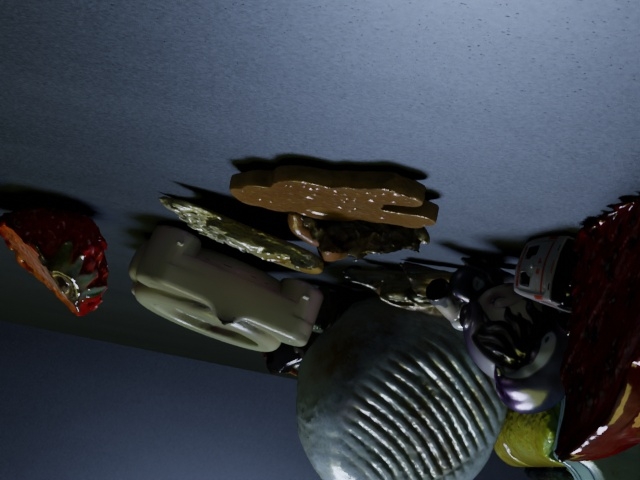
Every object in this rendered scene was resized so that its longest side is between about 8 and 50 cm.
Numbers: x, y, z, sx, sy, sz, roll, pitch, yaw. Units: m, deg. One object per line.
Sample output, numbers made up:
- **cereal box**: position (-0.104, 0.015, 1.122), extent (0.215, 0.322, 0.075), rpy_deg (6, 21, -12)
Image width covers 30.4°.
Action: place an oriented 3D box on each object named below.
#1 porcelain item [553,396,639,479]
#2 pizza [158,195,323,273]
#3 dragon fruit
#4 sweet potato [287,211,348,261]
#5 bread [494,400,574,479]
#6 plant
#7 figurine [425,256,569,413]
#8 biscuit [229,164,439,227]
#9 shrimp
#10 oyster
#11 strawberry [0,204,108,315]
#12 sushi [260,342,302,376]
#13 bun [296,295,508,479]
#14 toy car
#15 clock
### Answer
- **porcelain item**: position (0.484, 0.244, 1.657), extent (0.282, 0.285, 0.157), rpy_deg (10, 170, -2)
- **pizza**: position (-0.101, -0.002, 1.561), extent (0.262, 0.034, 0.181), rpy_deg (25, 176, -39)
- **dragon fruit**: position (0.386, 0.087, 1.144), extent (0.228, 0.286, 0.329), rpy_deg (16, 159, -5)
- **sweet potato**: position (0.004, -0.001, 1.551), extent (0.044, 0.044, 0.179), rpy_deg (5, 168, 25)
- **bread**: position (0.398, 0.269, 1.918), extent (0.208, 0.251, 0.376), rpy_deg (14, 168, -3)
- **plant**: position (0.031, 0.153, 1.985), extent (0.142, 0.131, 0.203), rpy_deg (-1, 148, 48)
- **figurine**: position (0.235, 0.122, 1.497), extent (0.145, 0.145, 0.222), rpy_deg (21, -164, -38)
- **biscuit**: position (0.013, -0.052, 1.321), extent (0.236, 0.040, 0.144), rpy_deg (8, 160, 21)
- **shrimp**: position (0.166, 0.072, 1.685), extent (0.254, 0.059, 0.145), rpy_deg (14, 164, -16)
- **oyster**: position (0.059, -0.012, 1.409), extent (0.148, 0.051, 0.103), rpy_deg (6, -159, -24)
- **strawberry**: position (-0.393, 0.002, 1.761), extent (0.236, 0.111, 0.190), rpy_deg (29, 154, 45)
- **sushi**: position (-0.032, 0.183, 2.133), extent (0.172, 0.153, 0.150), rpy_deg (29, -169, 10)
- **bun**: position (0.120, 0.243, 1.845), extent (0.362, 0.361, 0.211), rpy_deg (19, -178, -32)
- **toy car**: position (0.339, 0.060, 1.418), extent (0.210, 0.089, 0.108), rpy_deg (18, 171, -22)
- **clock**: position (-0.163, 0.085, 1.841), extent (0.284, 0.114, 0.309), rpy_deg (22, 168, -13)
